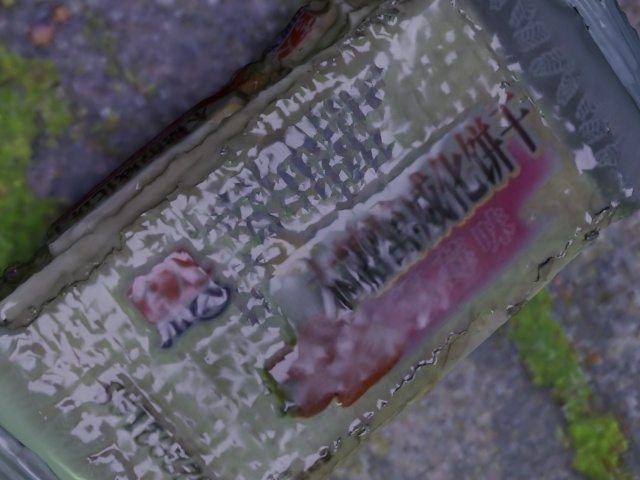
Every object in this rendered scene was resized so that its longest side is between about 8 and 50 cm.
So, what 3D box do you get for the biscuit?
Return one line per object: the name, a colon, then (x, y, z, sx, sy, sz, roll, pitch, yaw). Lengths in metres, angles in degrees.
biscuit: (-0.003, -0.004, 0.596, 0.309, 0.079, 0.186, -39, 110, -4)
